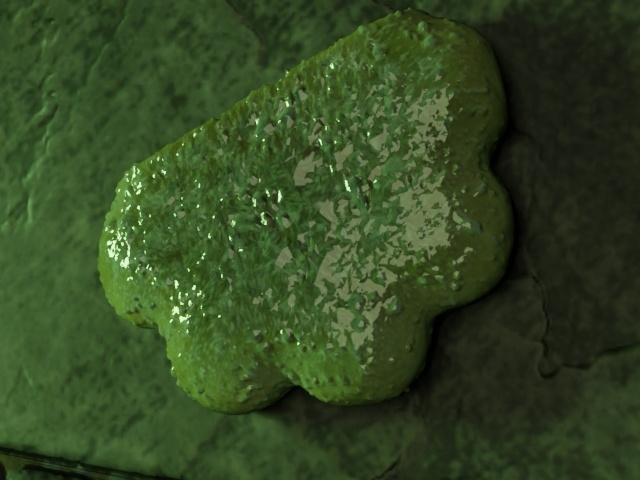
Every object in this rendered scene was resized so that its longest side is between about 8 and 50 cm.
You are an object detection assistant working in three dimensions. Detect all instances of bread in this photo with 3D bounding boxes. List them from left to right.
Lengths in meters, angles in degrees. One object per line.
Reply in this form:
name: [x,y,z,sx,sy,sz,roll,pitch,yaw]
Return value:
bread: [0.000,0.000,0.860,0.287,0.056,0.207,-34,70,18]
